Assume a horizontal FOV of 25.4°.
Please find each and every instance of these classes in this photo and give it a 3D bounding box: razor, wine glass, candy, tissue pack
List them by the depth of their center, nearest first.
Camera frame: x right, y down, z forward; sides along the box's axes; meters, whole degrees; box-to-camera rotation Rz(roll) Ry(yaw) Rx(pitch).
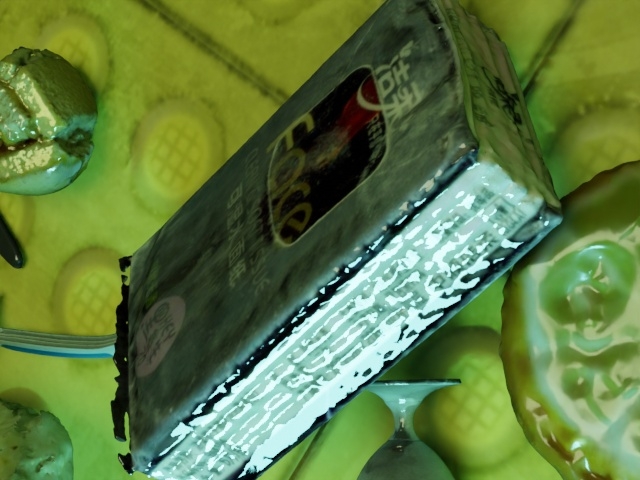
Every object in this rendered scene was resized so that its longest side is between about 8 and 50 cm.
[{"bbox_3d":[0.245,0.066,0.931,0.260,0.118,0.260,-3,84,30],"label":"candy"},{"bbox_3d":[0.000,0.000,1.045,0.361,0.122,0.259,-43,31,25],"label":"tissue pack"},{"bbox_3d":[0.064,0.204,1.052,0.093,0.093,0.202,-7,81,33],"label":"wine glass"},{"bbox_3d":[-0.246,0.090,1.299,0.191,0.037,0.068,4,47,29],"label":"razor"}]

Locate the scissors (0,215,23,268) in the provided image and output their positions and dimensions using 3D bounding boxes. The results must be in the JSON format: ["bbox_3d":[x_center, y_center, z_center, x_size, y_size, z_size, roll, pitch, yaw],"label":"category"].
[{"bbox_3d":[-0.346,-0.054,1.387,0.088,0.017,0.220,-48,63,17],"label":"scissors"}]

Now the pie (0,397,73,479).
[{"bbox_3d":[-0.372,0.311,1.278,0.395,0.180,0.418,22,90,47],"label":"pie"}]

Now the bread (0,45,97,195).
[{"bbox_3d":[-0.262,-0.084,1.292,0.110,0.103,0.156,39,113,17],"label":"bread"}]
